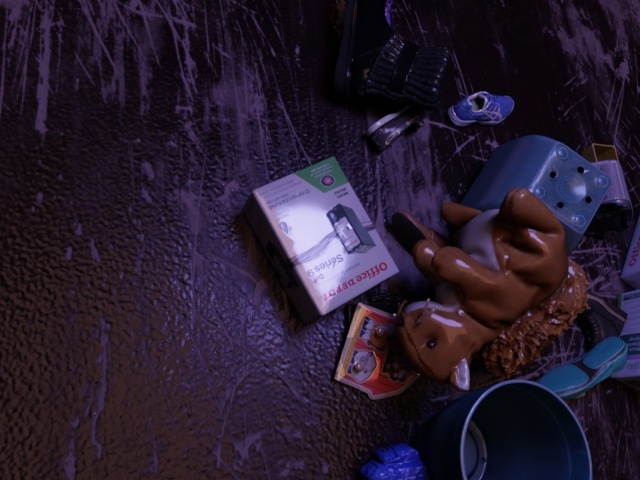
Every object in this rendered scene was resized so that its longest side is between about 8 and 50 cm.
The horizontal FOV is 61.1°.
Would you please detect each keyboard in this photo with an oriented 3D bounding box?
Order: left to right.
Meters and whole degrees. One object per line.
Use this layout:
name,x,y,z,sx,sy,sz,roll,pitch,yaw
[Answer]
keyboard,0.141,0.164,1.201,0.180,0.023,0.108,1,79,-20

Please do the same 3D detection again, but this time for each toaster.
toaster,0.736,-0.110,1.420,0.227,0.129,0.146,36,51,-52

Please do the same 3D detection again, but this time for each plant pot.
plant pot,0.319,0.417,1.049,0.271,0.255,0.272,6,70,-18
plant pot,0.495,-0.091,1.227,0.248,0.252,0.247,35,79,-1
plant pot,0.766,-0.213,1.512,0.081,0.083,0.081,2,72,-20

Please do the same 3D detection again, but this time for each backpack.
backpack,0.139,0.458,1.061,0.120,0.098,0.101,-11,78,-13

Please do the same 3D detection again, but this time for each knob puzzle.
knob puzzle,0.142,0.245,1.156,0.213,0.030,0.213,4,78,-19

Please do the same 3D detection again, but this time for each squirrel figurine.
squirrel figurine,0.348,0.148,1.111,0.397,0.281,0.370,37,77,-20

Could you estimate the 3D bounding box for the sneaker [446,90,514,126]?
sneaker,0.442,-0.354,1.446,0.211,0.081,0.080,-17,77,-25

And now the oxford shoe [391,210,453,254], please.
oxford shoe,0.250,0.000,1.270,0.212,0.076,0.076,45,56,-12

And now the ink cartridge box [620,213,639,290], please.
ink cartridge box,0.994,-0.020,1.359,0.166,0.395,0.285,35,64,-3

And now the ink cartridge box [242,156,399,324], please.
ink cartridge box,0.000,0.000,1.149,0.211,0.121,0.289,-27,83,-25

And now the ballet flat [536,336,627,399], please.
ballet flat,0.622,0.322,1.277,0.247,0.083,0.087,-30,117,-6

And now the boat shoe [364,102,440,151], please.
boat shoe,0.215,-0.296,1.351,0.228,0.081,0.069,-33,88,-18

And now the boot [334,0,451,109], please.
boot,0.190,-0.480,1.316,0.260,0.131,0.348,7,79,16

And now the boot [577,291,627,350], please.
boot,0.670,0.212,1.347,0.198,0.077,0.137,24,73,-8

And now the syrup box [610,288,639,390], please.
syrup box,0.815,0.249,1.370,0.096,0.093,0.237,25,66,-11

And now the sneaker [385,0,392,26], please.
sneaker,0.159,-0.604,1.435,0.068,0.071,0.170,3,73,-18
